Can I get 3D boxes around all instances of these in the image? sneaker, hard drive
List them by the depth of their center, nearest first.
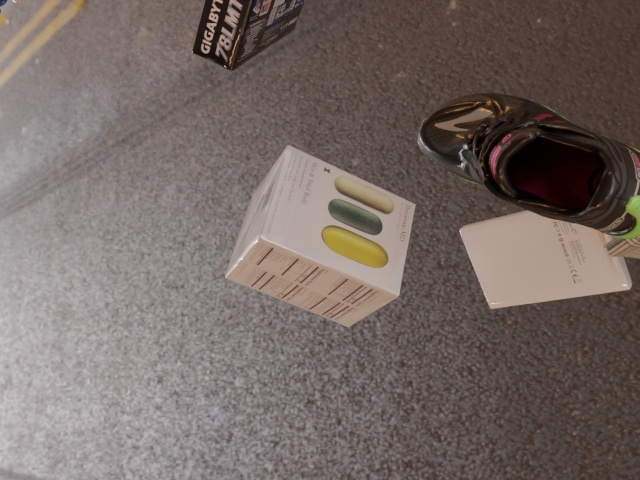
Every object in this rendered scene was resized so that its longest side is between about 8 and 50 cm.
[{"bbox_3d":[0.339,-0.155,1.121,0.483,0.202,0.185,29,105,47],"label":"sneaker"},{"bbox_3d":[0.540,0.036,1.610,0.353,0.047,0.233,-15,103,41],"label":"hard drive"}]

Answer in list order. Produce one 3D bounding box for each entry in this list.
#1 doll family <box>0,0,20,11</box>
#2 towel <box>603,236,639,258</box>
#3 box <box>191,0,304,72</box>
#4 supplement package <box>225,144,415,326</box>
[{"bbox_3d":[-0.501,-0.480,1.007,0.118,0.163,0.263,2,69,23],"label":"doll family"},{"bbox_3d":[0.750,-0.033,1.256,0.312,0.324,0.056,-43,53,39],"label":"towel"},{"bbox_3d":[-0.060,-0.420,0.944,0.073,0.295,0.293,25,123,3],"label":"box"},{"bbox_3d":[0.000,0.000,1.204,0.198,0.262,0.199,-43,28,56],"label":"supplement package"}]
